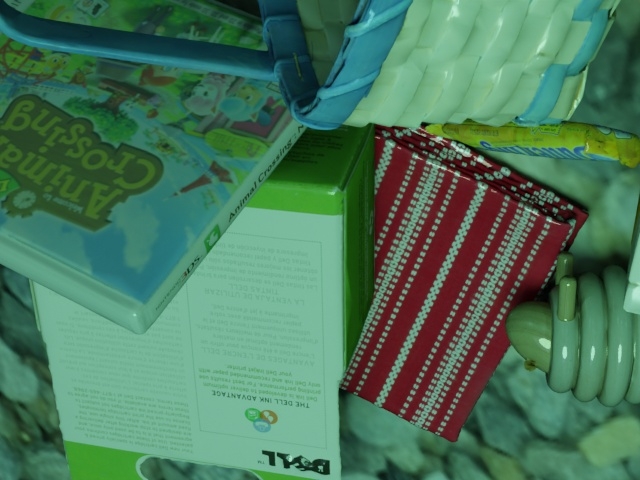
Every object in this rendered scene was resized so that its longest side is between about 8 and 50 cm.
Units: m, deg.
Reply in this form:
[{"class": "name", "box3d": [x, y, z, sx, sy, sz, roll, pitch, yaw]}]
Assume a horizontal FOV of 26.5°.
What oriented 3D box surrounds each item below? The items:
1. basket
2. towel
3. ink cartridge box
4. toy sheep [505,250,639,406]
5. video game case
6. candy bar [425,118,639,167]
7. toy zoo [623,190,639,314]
[{"class": "basket", "box3d": [0.009, -0.176, 0.628, 0.289, 0.201, 0.255, 10, 125, -26]}, {"class": "towel", "box3d": [0.000, 0.000, 0.846, 0.275, 0.031, 0.199, 26, 123, 1]}, {"class": "ink cartridge box", "box3d": [-0.066, 0.047, 0.819, 0.188, 0.097, 0.255, 6, 124, 12]}, {"class": "toy sheep", "box3d": [0.174, 0.054, 0.793, 0.132, 0.091, 0.091, 4, 119, 7]}, {"class": "video game case", "box3d": [-0.123, -0.068, 0.727, 0.212, 0.193, 0.023, 25, 151, 22]}, {"class": "candy bar", "box3d": [0.111, -0.054, 0.722, 0.040, 0.161, 0.018, 12, 92, -26]}, {"class": "toy zoo", "box3d": [0.184, -0.095, 0.644, 0.030, 0.192, 0.293, 12, 121, 10]}]
